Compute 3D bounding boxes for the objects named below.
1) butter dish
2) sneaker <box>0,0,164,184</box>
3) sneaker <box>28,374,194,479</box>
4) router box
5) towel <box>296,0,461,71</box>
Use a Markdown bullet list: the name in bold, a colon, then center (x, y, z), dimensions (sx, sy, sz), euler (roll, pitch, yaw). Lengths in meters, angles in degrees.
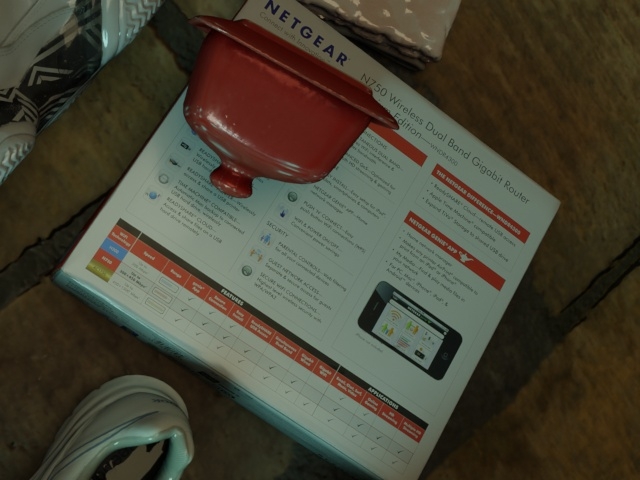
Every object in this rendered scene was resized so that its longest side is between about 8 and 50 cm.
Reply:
- **butter dish**: center (-0.043, -0.087, 0.720), dimensions (0.160, 0.160, 0.118), euler (26, 96, -14)
- **sneaker**: center (-0.279, -0.154, 0.717), dimensions (0.210, 0.137, 0.365), euler (42, 65, -16)
- **sneaker**: center (-0.200, 0.223, 0.695), dimensions (0.111, 0.129, 0.297), euler (39, 77, -15)
- **router box**: center (0.000, 0.000, 0.831), dimensions (0.335, 0.082, 0.301), euler (36, 71, -12)
- **towel**: center (0.006, -0.356, 0.905), dimensions (0.332, 0.053, 0.316), euler (21, 76, -15)
